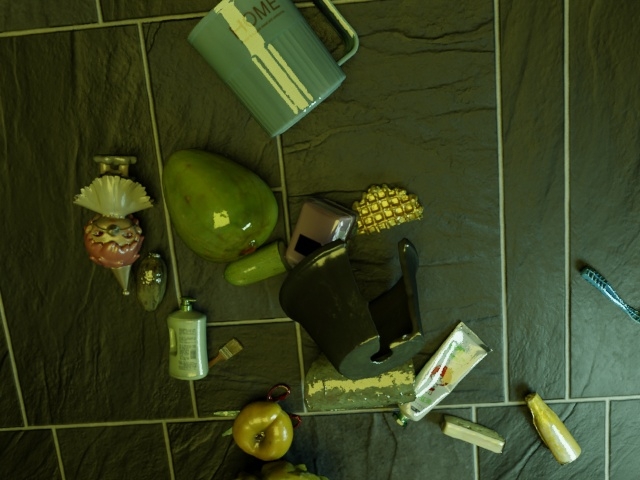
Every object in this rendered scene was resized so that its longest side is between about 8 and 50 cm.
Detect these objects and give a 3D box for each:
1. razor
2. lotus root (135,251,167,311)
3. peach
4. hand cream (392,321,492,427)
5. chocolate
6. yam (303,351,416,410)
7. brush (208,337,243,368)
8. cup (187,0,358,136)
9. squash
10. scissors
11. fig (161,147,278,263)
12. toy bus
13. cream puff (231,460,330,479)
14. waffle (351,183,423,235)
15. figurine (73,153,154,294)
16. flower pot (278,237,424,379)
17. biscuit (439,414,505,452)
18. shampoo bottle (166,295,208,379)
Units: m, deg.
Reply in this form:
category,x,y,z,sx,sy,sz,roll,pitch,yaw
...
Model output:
category,x,y,z,sx,sy,sz,roll,pitch,yaw
razor,0.806,0.158,1.838,0.253,0.042,0.082,38,61,-5
lotus root,-0.472,0.115,1.881,0.080,0.089,0.179,12,106,7
peach,-0.161,0.544,1.945,0.179,0.103,0.179,2,104,7
hand cream,0.331,0.390,1.920,0.121,0.076,0.336,40,96,-8
chocolate,0.651,0.524,1.925,0.086,0.085,0.219,-31,96,10
yam,0.108,0.379,1.872,0.304,0.168,0.168,-6,103,6
brush,-0.298,0.343,1.967,0.170,0.014,0.043,-37,98,13
cup,-0.106,-0.457,1.664,0.257,0.331,0.311,-29,105,44
squash,-0.178,0.070,1.856,0.188,0.095,0.095,-20,102,13
scissors,-0.190,0.514,2.001,0.248,0.017,0.144,-17,102,9
fig,-0.274,-0.097,1.746,0.326,0.258,0.258,45,103,10
toy bus,0.000,0.000,1.780,0.142,0.142,0.202,25,105,19
cream puff,-0.145,0.754,1.922,0.378,0.275,0.378,-17,134,-19
waffle,0.177,-0.069,1.818,0.192,0.046,0.160,16,104,1
figurine,-0.551,-0.037,1.808,0.207,0.166,0.387,1,103,-18
flower pot,0.106,0.192,1.699,0.379,0.251,0.379,-16,145,-11
biscuit,0.437,0.557,1.951,0.188,0.056,0.052,19,105,0
shampoo bottle,-0.375,0.268,1.913,0.118,0.087,0.234,6,104,20
